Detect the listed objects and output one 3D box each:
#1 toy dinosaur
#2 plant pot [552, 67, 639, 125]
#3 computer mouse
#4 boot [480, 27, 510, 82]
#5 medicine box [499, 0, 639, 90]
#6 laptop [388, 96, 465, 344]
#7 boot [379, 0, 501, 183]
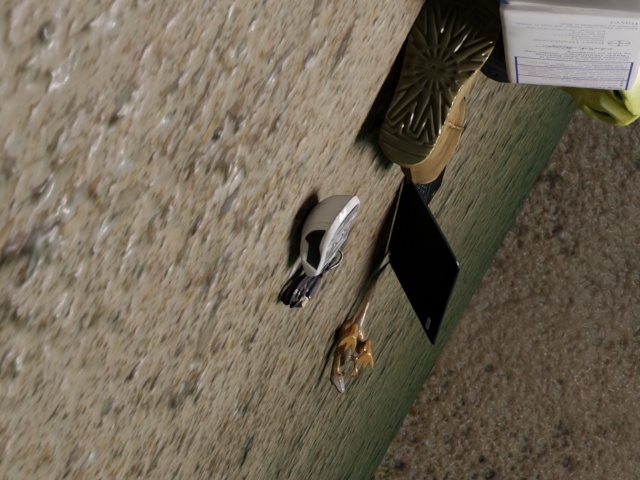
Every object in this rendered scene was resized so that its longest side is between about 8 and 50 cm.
[{"bbox_3d":[0.049,0.134,1.980,0.112,0.064,0.212,-118,-130,-69],"label":"toy dinosaur"},{"bbox_3d":[0.395,-0.292,1.649,0.254,0.276,0.276,-49,166,-8],"label":"plant pot"},{"bbox_3d":[0.000,0.000,1.463,0.106,0.042,0.193,-50,170,-29],"label":"computer mouse"},{"bbox_3d":[0.302,-0.356,1.790,0.207,0.094,0.247,-46,155,-40],"label":"boot"},{"bbox_3d":[0.278,-0.324,1.416,0.289,0.149,0.264,42,53,-78],"label":"medicine box"},{"bbox_3d":[0.185,-0.029,1.943,0.264,0.136,0.234,-55,167,-29],"label":"laptop"},{"bbox_3d":[0.144,-0.183,1.570,0.236,0.089,0.269,-60,172,5],"label":"boot"}]
